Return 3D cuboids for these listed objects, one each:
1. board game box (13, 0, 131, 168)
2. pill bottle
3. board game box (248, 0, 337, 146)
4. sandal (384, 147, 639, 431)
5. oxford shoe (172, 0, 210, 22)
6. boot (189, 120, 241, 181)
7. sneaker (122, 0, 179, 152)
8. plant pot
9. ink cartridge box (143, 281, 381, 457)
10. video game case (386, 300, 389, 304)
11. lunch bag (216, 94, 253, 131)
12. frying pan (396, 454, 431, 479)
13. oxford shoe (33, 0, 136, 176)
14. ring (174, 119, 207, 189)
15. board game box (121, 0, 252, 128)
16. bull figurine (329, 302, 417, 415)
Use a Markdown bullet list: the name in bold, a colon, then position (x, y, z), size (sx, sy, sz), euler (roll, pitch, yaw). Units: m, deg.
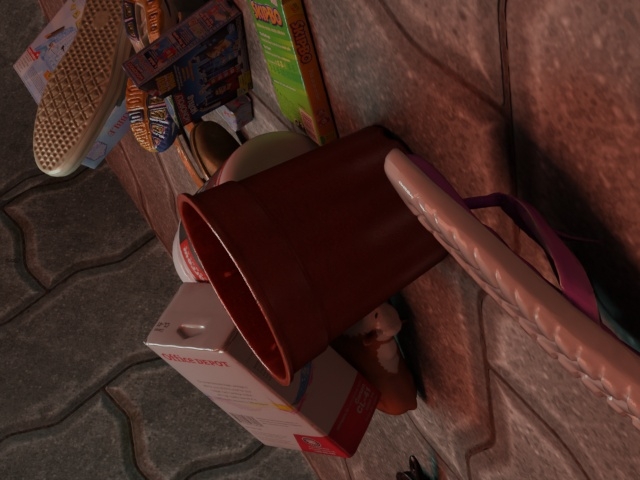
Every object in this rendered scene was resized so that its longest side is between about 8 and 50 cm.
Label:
- **board game box**: position (-0.431, -0.359, 2.027), size (0.318, 0.318, 0.066), euler (52, -165, 32)
- **pill bottle**: position (-0.105, -0.018, 1.616), size (0.210, 0.210, 0.363), euler (60, 153, 2)
- **board game box**: position (-0.045, -0.260, 1.422), size (0.124, 0.039, 0.259), euler (45, 162, 45)
- **sandal**: position (0.230, 0.046, 0.961), size (0.416, 0.102, 0.169), euler (44, 178, 11)
- **oxford shoe**: position (-0.201, -0.385, 1.692), size (0.212, 0.076, 0.076), euler (96, 173, -70)
- **boot**: position (-0.134, -0.118, 1.935), size (0.305, 0.112, 0.115), euler (55, 144, 11)
- **sneaker**: position (-0.262, -0.300, 1.792), size (0.112, 0.131, 0.296), euler (-1, 90, 30)
- **plant pot**: position (0.000, 0.000, 1.304), size (0.272, 0.265, 0.272), euler (54, 164, 23)
- **ink cartridge box**: position (-0.087, 0.203, 1.614), size (0.226, 0.131, 0.306), euler (-2, 139, 48)
- **video game case**: position (0.062, 0.045, 1.690), size (0.166, 0.015, 0.119), euler (66, 165, -21)
- **lunch bag**: position (-0.160, -0.247, 1.812), size (0.083, 0.053, 0.071), euler (45, 164, 18)
- **frying pan**: position (0.196, 0.490, 2.028), size (0.197, 0.053, 0.326), euler (37, 151, 58)
- **oxford shoe**: position (-0.384, -0.316, 1.861), size (0.169, 0.449, 0.130), euler (13, 168, 30)
- **ring**: position (-0.281, -0.201, 2.372), size (0.336, 0.032, 0.336), euler (55, 166, 21)
- **board game box**: position (-0.213, -0.275, 1.646), size (0.060, 0.194, 0.194), euler (53, 164, 26)
- **bull figurine**: position (0.071, 0.181, 1.688), size (0.188, 0.101, 0.310), euler (24, 150, 35)
